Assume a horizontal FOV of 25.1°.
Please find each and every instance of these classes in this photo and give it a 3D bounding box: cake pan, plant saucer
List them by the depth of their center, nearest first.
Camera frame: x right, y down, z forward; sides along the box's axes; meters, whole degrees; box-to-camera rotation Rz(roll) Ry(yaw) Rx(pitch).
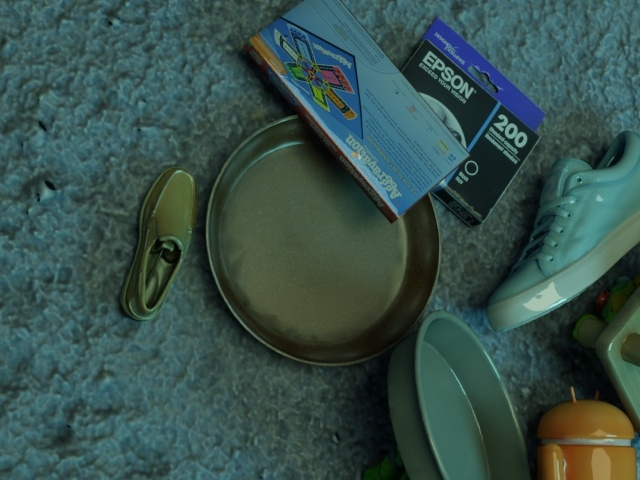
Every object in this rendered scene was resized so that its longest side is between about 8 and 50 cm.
[{"bbox_3d":[0.165,0.228,1.706,0.293,0.054,0.293,45,33,-41],"label":"cake pan"},{"bbox_3d":[0.000,0.000,1.757,0.311,0.050,0.310,4,80,-24],"label":"plant saucer"}]

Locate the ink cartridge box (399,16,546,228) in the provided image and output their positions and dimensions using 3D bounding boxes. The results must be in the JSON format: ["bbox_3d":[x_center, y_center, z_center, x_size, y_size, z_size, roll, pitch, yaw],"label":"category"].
[{"bbox_3d":[0.181,-0.159,1.865,0.206,0.045,0.208,39,68,-12],"label":"ink cartridge box"}]

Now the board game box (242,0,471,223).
[{"bbox_3d":[0.047,-0.170,1.769,0.145,0.027,0.281,-40,90,-30],"label":"board game box"}]

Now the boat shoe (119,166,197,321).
[{"bbox_3d":[-0.177,0.001,1.666,0.068,0.072,0.190,17,75,-20],"label":"boat shoe"}]

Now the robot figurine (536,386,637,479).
[{"bbox_3d":[0.335,0.296,1.812,0.158,0.128,0.219,2,81,-12],"label":"robot figurine"}]

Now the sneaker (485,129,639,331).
[{"bbox_3d":[0.317,-0.020,1.865,0.366,0.135,0.150,-35,88,-33],"label":"sneaker"}]

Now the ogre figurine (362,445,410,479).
[{"bbox_3d":[0.087,0.333,1.701,0.097,0.118,0.197,-18,89,-26],"label":"ogre figurine"}]

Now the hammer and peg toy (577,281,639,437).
[{"bbox_3d":[0.492,0.152,1.873,0.266,0.127,0.361,-49,131,-17],"label":"hammer and peg toy"}]

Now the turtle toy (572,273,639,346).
[{"bbox_3d":[0.390,0.098,1.898,0.130,0.066,0.095,-34,125,-25],"label":"turtle toy"}]
